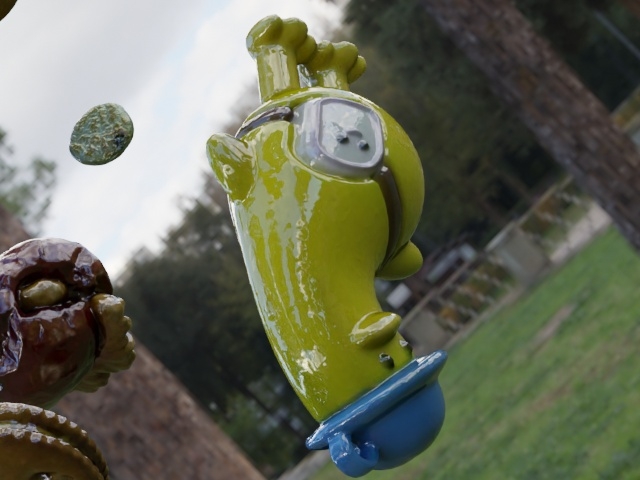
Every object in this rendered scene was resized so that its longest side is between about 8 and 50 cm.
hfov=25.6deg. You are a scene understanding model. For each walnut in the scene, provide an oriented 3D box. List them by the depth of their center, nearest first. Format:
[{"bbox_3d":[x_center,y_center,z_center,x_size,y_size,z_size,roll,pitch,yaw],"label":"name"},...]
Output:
[{"bbox_3d":[-0.385,0.136,1.983,0.269,0.243,0.222,126,148,-49],"label":"walnut"}]

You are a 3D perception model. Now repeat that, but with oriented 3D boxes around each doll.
[{"bbox_3d":[0.000,0.000,0.994,0.145,0.199,0.363,-40,45,38],"label":"doll"}]

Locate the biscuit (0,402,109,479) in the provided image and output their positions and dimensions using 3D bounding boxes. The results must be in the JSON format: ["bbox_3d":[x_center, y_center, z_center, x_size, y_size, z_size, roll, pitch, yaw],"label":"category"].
[{"bbox_3d":[-0.323,0.257,1.433,0.220,0.220,0.066,-47,30,24],"label":"biscuit"}]

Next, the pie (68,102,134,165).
[{"bbox_3d":[-0.260,-0.124,1.666,0.085,0.085,0.017,-45,-30,-5],"label":"pie"}]

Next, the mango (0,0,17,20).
[{"bbox_3d":[-0.445,-0.331,1.493,0.144,0.187,0.359,-10,-6,24],"label":"mango"}]
